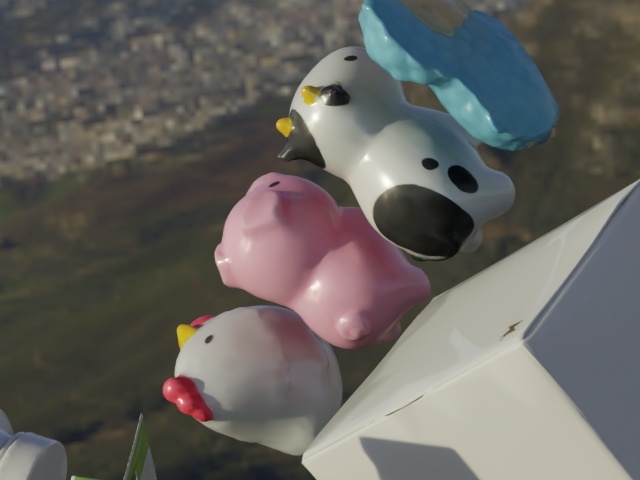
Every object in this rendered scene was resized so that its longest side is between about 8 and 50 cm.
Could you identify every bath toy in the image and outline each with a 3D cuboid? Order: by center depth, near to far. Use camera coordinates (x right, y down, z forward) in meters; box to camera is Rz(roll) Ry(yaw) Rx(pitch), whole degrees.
[{"bbox_3d":[0.000,0.000,1.266,0.129,0.348,0.151,-3,47,-43],"label":"bath toy"}]

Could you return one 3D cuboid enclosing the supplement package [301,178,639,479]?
[{"bbox_3d":[0.171,0.150,1.067,0.177,0.293,0.175,-32,9,42],"label":"supplement package"}]

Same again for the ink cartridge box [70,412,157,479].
[{"bbox_3d":[-0.225,0.311,1.967,0.097,0.255,0.188,6,48,8],"label":"ink cartridge box"}]

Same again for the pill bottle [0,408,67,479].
[{"bbox_3d":[-0.321,0.178,1.584,0.222,0.124,0.124,13,21,13],"label":"pill bottle"}]
